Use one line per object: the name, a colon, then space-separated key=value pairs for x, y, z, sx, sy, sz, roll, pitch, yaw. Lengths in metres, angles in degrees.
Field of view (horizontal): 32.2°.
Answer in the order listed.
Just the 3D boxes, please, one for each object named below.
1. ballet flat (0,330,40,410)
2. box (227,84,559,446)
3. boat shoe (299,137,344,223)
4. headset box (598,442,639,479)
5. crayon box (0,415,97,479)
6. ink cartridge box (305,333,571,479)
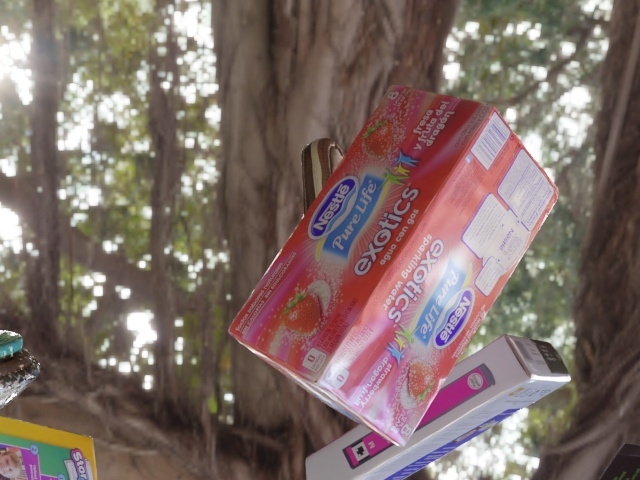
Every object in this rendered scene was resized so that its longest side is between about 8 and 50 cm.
ballet flat: x=-0.426 y=0.128 z=0.837 sx=0.482 sy=0.182 sz=0.164 roll=7 pitch=-173 yaw=18
box: x=0.075 y=0.019 z=1.061 sx=0.142 sy=0.300 sz=0.154 roll=22 pitch=165 yaw=48
boat shoe: x=-0.003 y=0.001 z=1.412 sx=0.095 sy=0.257 sz=0.095 roll=-7 pitch=-175 yaw=25
headset box: x=0.411 y=0.347 z=1.093 sx=0.283 sy=0.246 sz=0.131 roll=-2 pitch=-156 yaw=40
crayon box: x=-0.286 y=0.312 z=1.046 sx=0.165 sy=0.081 sz=0.278 roll=30 pitch=-140 yaw=-51
ink cartridge box: x=0.111 y=0.234 z=1.324 sx=0.069 sy=0.371 sz=0.175 roll=60 pitch=-161 yaw=21
